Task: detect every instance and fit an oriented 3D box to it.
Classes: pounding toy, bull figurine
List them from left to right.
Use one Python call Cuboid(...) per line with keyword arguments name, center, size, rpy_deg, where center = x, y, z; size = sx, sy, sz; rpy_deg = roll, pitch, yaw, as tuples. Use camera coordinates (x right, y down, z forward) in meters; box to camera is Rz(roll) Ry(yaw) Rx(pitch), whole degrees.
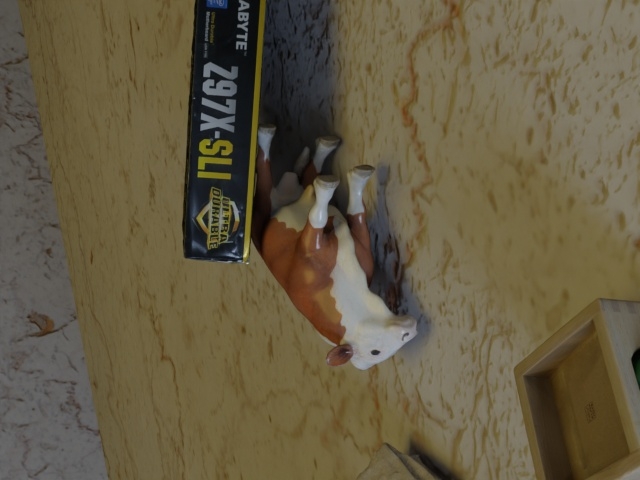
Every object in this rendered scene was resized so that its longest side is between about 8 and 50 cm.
Cuboid(name="bull figurine", center=(0.000, 0.000, 0.995), size=(0.310, 0.101, 0.188), rpy_deg=(41, 130, 54))
Cuboid(name="pounding toy", center=(0.213, 0.115, 0.603), size=(0.141, 0.100, 0.130), rpy_deg=(123, 147, -51))

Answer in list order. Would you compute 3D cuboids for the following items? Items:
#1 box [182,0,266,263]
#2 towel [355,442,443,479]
Cuboid(name="box", center=(-0.116, -0.153, 1.093), size=(0.257, 0.079, 0.322), rpy_deg=(-128, 42, -79))
Cuboid(name="towel", center=(0.037, 0.341, 0.888), size=(0.282, 0.049, 0.187), rpy_deg=(-51, 31, -5))
